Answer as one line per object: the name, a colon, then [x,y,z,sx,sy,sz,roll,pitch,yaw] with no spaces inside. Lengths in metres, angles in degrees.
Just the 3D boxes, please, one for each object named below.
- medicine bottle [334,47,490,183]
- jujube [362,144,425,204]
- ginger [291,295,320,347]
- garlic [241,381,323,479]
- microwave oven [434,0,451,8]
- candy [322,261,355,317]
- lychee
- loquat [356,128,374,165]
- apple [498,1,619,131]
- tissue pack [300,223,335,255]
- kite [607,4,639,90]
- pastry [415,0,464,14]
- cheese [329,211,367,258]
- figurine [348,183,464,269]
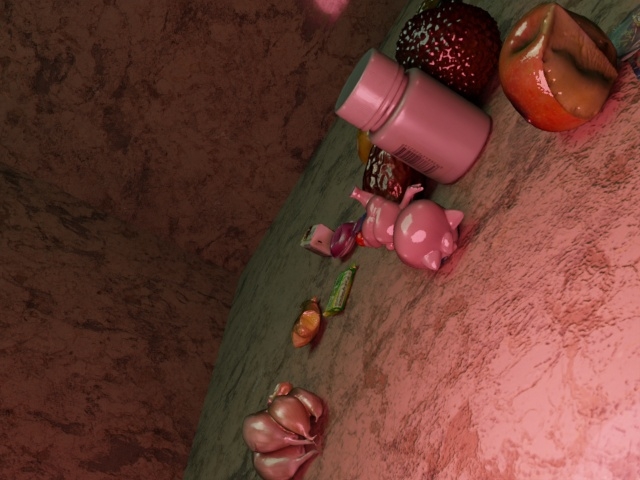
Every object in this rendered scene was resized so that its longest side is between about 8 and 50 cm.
medicine bottle: [0.222,-0.305,1.277,0.208,0.340,0.208,-56,14,22]
jujube: [0.201,-0.175,1.439,0.183,0.183,0.243,143,131,-61]
ginger: [-0.046,0.266,1.747,0.294,0.086,0.131,-92,22,-79]
garlic: [-0.088,0.507,1.366,0.237,0.210,0.292,-28,10,-1]
microwave oven: [0.378,-0.582,1.580,0.247,0.188,0.178,-59,8,32]
candy: [0.064,0.157,1.632,0.102,0.032,0.178,-35,29,56]
lychee: [0.338,-0.496,1.383,0.276,0.276,0.304,-131,50,-76]
loquat: [0.210,-0.316,1.619,0.213,0.213,0.246,-60,-8,10]
apple: [0.403,-0.297,0.905,0.174,0.188,0.207,-42,24,59]
tissue pack: [0.001,0.000,2.012,0.099,0.106,0.149,-65,14,-9]
kite: [0.537,-0.331,0.851,0.141,0.015,0.245,-50,15,46]
pastry: [0.405,-0.731,1.745,0.188,0.189,0.103,-58,16,19]
cheese: [0.097,-0.017,1.782,0.244,0.062,0.155,-44,24,50]
figurine: [0.193,-0.033,1.184,0.288,0.186,0.176,13,85,40]
